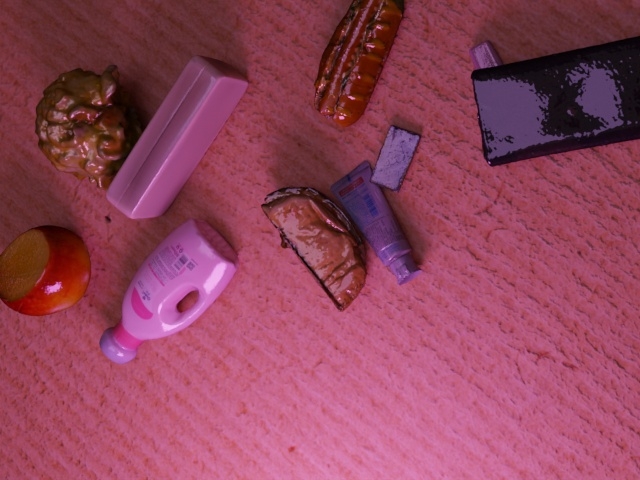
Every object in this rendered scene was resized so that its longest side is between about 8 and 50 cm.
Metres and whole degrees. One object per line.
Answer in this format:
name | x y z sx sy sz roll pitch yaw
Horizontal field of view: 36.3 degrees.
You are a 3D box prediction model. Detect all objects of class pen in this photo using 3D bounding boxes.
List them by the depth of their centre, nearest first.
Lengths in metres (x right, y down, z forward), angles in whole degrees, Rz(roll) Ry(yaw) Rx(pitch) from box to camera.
pen | 0.321 -0.256 1.713 0.053 0.032 0.197 -26 82 18

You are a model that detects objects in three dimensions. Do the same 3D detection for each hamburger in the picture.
hamburger | 0.000 0.000 1.810 0.131 0.124 0.262 -37 85 0

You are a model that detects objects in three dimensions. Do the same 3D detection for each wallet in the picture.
wallet | 0.425 -0.235 1.651 0.321 0.044 0.170 -10 89 10

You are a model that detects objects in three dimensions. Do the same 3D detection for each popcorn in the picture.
popcorn | -0.444 -0.223 1.915 0.217 0.181 0.235 -29 83 19

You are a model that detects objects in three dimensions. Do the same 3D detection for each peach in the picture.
peach | -0.565 0.061 1.970 0.190 0.193 0.190 10 101 63

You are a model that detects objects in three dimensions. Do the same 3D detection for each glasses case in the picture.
glasses case | -0.276 -0.195 1.876 0.076 0.144 0.336 39 104 14

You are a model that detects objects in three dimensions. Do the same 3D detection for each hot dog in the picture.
hot dog | 0.065 -0.342 1.782 0.115 0.072 0.268 25 102 25

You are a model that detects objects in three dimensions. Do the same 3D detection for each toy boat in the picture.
toy boat | 0.137 -0.150 1.785 0.063 0.016 0.115 23 92 15

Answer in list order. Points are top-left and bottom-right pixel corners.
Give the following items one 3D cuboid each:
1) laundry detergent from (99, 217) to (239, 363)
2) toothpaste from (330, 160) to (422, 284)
laundry detergent | -0.312 0.114 1.941 0.159 0.088 0.335 47 108 11
toothpaste | 0.106 -0.029 1.799 0.089 0.057 0.234 -35 75 16
